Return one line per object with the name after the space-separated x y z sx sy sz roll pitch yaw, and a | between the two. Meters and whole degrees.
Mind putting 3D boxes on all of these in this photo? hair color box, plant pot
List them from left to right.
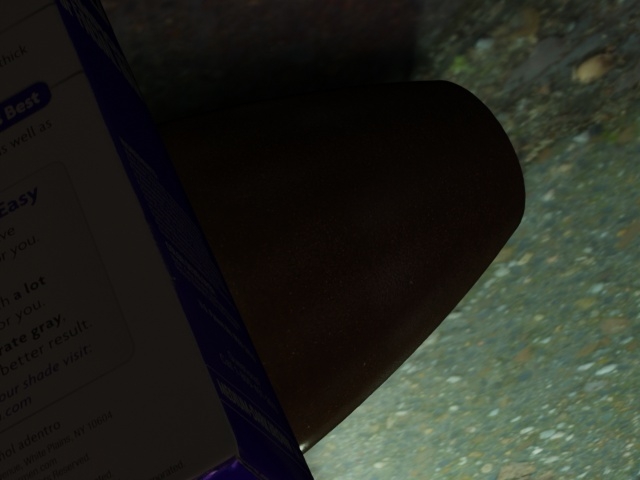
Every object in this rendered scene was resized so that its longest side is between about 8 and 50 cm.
-0.149 0.012 0.594 0.185 0.339 0.110 -30 148 5 | hair color box
0.000 0.000 0.825 0.230 0.215 0.215 -27 149 -24 | plant pot
